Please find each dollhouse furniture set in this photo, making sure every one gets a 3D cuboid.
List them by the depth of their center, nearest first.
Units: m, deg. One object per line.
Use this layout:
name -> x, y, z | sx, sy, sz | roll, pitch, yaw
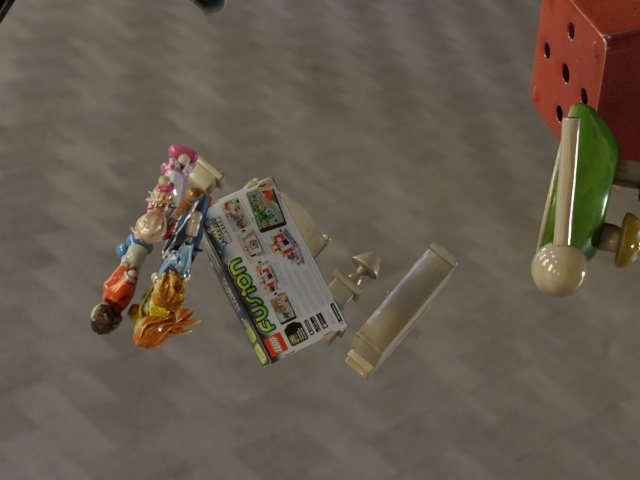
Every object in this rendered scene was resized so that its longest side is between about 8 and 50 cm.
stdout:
dollhouse furniture set -> 0.000, 0.000, 2.006 | 0.355, 0.174, 0.303 | 40, -15, 9

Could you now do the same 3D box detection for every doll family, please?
doll family -> -0.171, 0.029, 1.585 | 0.118, 0.263, 0.163 | 23, 44, -9

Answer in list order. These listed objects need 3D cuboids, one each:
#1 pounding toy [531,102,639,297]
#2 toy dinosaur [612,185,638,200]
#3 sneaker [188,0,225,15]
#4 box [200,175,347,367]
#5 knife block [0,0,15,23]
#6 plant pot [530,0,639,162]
pounding toy -> 0.277, -0.034, 1.361 | 0.110, 0.183, 0.237 | 12, 10, 11
toy dinosaur -> 0.491, -0.163, 2.032 | 0.295, 0.200, 0.127 | 38, -1, 41
sneaker -> -0.169, -0.418, 1.982 | 0.319, 0.112, 0.131 | 82, -16, -83
box -> -0.065, 0.037, 1.700 | 0.114, 0.036, 0.207 | -25, 86, -23
knife block -> -0.402, -0.409, 1.911 | 0.275, 0.088, 0.242 | -13, 72, -36
plant pot -> 0.398, -0.211, 1.668 | 0.235, 0.267, 0.267 | -9, 38, -13
